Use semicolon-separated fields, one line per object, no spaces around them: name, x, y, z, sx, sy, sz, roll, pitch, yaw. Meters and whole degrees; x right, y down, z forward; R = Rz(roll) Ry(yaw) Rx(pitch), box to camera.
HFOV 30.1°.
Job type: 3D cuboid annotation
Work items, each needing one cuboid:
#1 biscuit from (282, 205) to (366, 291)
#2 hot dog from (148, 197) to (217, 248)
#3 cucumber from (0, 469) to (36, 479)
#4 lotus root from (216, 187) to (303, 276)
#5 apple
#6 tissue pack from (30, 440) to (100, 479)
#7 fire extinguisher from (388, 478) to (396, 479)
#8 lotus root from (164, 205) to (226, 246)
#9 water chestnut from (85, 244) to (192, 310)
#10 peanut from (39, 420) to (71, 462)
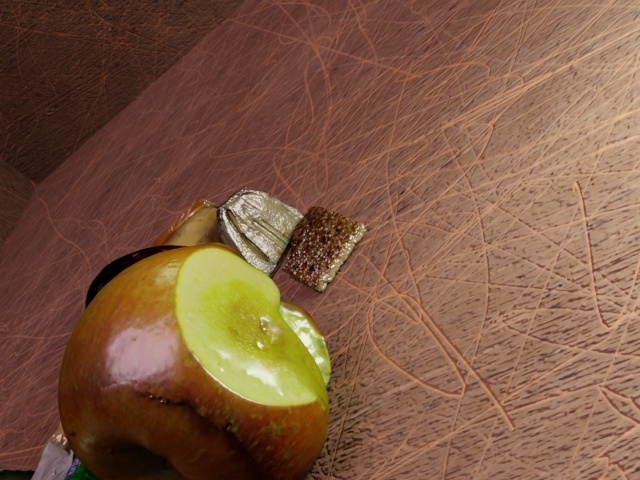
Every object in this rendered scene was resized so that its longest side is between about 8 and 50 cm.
biscuit;-0.008;0.008;1.951;0.131;0.026;0.237;-53;22;-6
hot dog;-0.306;0.014;2.482;0.269;0.072;0.115;-43;24;25
cucumber;-0.536;0.496;2.074;0.130;0.191;0.191;-26;33;51
lotus root;-0.117;-0.023;2.080;0.143;0.144;0.070;-51;11;-21
apple;-0.150;0.185;1.597;0.383;0.374;0.374;3;52;29
tissue pack;-0.411;0.436;1.921;0.148;0.156;0.209;-35;26;32
fire extinguisher;0.019;0.381;1.262;0.089;0.072;0.268;43;96;28
lotus root;-0.231;0.055;2.159;0.284;0.146;0.160;-52;-3;-42
water chestnut;-0.237;0.142;1.917;0.289;0.289;0.244;-42;55;24
peanut;-0.474;0.382;2.240;0.082;0.082;0.187;-9;48;60
